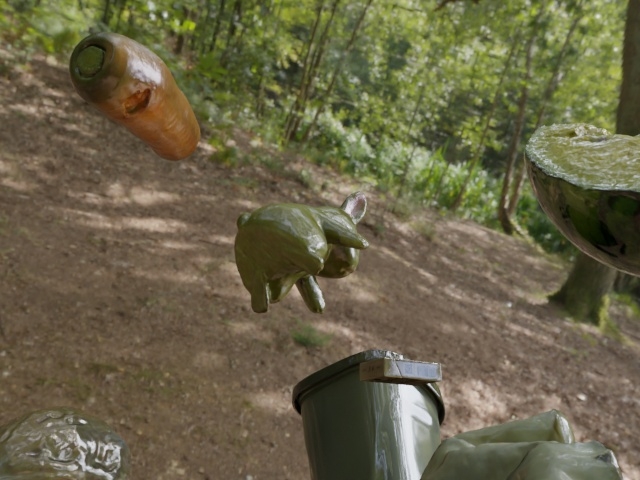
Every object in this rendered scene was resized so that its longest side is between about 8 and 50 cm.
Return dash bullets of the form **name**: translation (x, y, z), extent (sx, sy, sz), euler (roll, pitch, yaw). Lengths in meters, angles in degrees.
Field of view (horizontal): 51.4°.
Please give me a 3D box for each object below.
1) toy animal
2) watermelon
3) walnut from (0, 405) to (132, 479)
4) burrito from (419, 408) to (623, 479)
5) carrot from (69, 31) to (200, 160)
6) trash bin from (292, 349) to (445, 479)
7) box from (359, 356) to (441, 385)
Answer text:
- **toy animal**: translation (0.006, 0.014, 1.231), extent (0.363, 0.181, 0.180), euler (-5, 53, -50)
- **watermelon**: translation (0.408, -0.051, 0.734), extent (0.331, 0.189, 0.330), euler (-16, 28, 9)
- **walnut**: translation (-0.347, 0.303, 0.854), extent (0.178, 0.178, 0.230), euler (25, -6, 29)
- **burrito**: translation (0.090, 0.268, 0.404), extent (0.135, 0.331, 0.190), euler (11, 2, 15)
- **carrot**: translation (-0.188, -0.153, 0.714), extent (0.087, 0.087, 0.193), euler (22, -5, 19)
- **trash bin**: translation (0.086, 0.344, 1.035), extent (0.219, 0.220, 0.250), euler (36, 33, -36)
- **box**: translation (0.095, 0.156, 0.789), extent (0.083, 0.024, 0.053), euler (9, -21, -27)
